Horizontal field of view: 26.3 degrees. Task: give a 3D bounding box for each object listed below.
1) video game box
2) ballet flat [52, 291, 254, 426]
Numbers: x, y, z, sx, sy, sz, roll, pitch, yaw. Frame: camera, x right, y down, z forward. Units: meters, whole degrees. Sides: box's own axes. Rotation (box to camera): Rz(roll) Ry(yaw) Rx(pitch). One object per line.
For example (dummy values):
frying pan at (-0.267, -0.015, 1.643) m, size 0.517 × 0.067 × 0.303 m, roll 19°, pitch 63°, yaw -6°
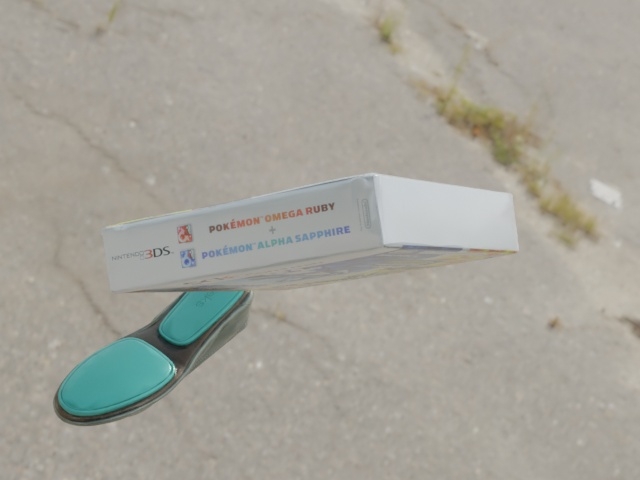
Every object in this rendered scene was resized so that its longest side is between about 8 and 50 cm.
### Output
video game box at (0.000, 0.000, 0.854) m, size 0.187 × 0.048 × 0.205 m, roll -8°, pitch -5°, yaw 29°
ballet flat at (-0.133, 0.103, 1.153) m, size 0.072 × 0.068 × 0.213 m, roll 34°, pitch 53°, yaw 24°
